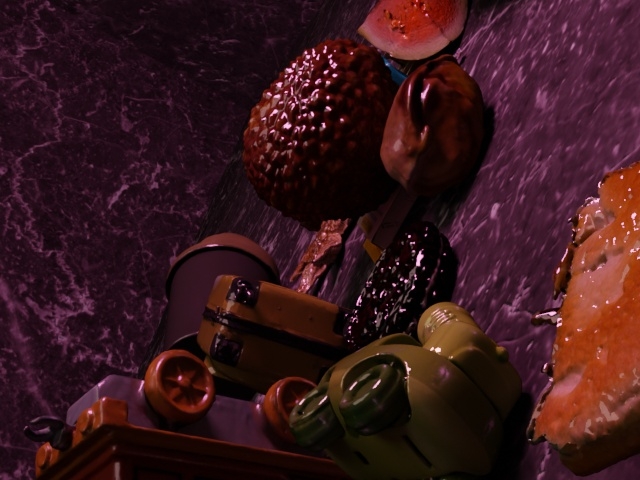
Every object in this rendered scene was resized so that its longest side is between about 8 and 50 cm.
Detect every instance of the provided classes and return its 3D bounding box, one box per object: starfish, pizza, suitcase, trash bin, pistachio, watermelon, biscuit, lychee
[{"bbox_3d":[0.000,0.000,1.749,0.235,0.062,0.277,-57,15,26],"label":"starfish"},{"bbox_3d":[0.232,0.018,0.685,0.289,0.081,0.229,-58,19,13],"label":"pizza"},{"bbox_3d":[-0.063,0.134,1.400,0.235,0.194,0.143,179,108,-77],"label":"suitcase"},{"bbox_3d":[-0.180,0.124,1.882,0.214,0.214,0.334,-54,20,33],"label":"trash bin"},{"bbox_3d":[0.150,-0.151,1.329,0.165,0.131,0.210,67,-145,-50],"label":"pistachio"},{"bbox_3d":[0.172,-0.365,1.718,0.193,0.145,0.137,-42,-8,8],"label":"watermelon"},{"bbox_3d":[0.093,0.066,1.231,0.194,0.053,0.194,-57,14,22],"label":"biscuit"},{"bbox_3d":[0.013,-0.143,1.439,0.236,0.236,0.271,-99,28,-71],"label":"lychee"}]

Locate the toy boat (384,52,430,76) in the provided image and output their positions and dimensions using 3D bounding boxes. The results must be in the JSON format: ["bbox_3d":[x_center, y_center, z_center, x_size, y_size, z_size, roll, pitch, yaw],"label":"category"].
[{"bbox_3d":[0.151,-0.326,1.807,0.206,0.072,0.064,-63,13,0],"label":"toy boat"}]

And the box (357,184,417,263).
[{"bbox_3d":[0.121,-0.089,1.505,0.247,0.033,0.129,-60,13,7],"label":"box"}]

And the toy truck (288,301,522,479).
[{"bbox_3d":[0.093,0.137,0.906,0.210,0.148,0.187,-44,9,-16],"label":"toy truck"}]

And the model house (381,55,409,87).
[{"bbox_3d":[0.100,-0.228,1.694,0.100,0.149,0.127,-97,-7,-72],"label":"model house"}]

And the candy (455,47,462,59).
[{"bbox_3d":[0.194,-0.257,1.601,0.083,0.020,0.030,-60,12,18],"label":"candy"}]

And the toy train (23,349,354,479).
[{"bbox_3d":[-0.127,0.252,1.067,0.163,0.369,0.231,-38,46,42],"label":"toy train"}]
